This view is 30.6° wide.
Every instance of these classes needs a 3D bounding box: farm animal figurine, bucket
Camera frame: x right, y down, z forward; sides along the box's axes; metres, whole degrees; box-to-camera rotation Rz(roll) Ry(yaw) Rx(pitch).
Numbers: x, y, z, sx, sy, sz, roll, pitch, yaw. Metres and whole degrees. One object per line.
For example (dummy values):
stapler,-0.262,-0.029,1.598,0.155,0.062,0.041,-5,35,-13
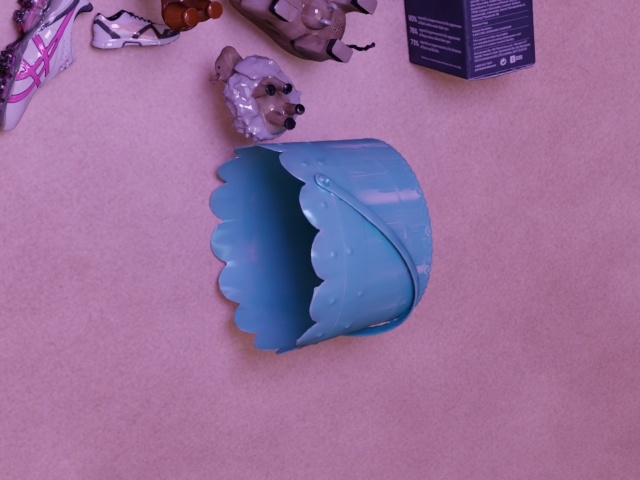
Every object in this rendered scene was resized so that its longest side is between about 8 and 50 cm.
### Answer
farm animal figurine,-0.068,-0.331,1.380,0.330,0.172,0.326,-50,125,-16
bucket,0.000,0.000,1.470,0.183,0.281,0.281,-10,111,-29

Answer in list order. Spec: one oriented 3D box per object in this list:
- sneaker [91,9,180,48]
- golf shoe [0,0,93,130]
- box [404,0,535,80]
sneaker,-0.219,-0.253,1.396,0.109,0.040,0.043,-8,108,-25
golf shoe,-0.322,-0.207,1.342,0.086,0.067,0.186,20,97,-33
box,0.188,-0.327,1.516,0.108,0.153,0.207,-16,114,-22
